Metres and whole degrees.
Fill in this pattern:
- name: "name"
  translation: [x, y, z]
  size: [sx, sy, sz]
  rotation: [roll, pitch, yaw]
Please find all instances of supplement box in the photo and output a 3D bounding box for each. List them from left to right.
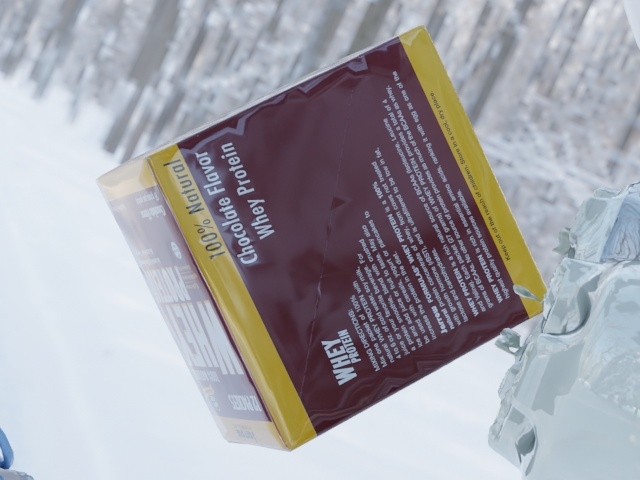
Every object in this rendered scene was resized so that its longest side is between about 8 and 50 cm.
- name: "supplement box"
  translation: [0.000, 0.000, 1.105]
  size: [0.191, 0.194, 0.129]
  rotation: [64, -19, -6]

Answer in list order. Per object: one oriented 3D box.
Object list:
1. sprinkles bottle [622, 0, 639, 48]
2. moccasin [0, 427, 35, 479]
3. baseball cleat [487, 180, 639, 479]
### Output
- name: "sprinkles bottle"
  translation: [0.231, -0.307, 1.254]
  size: [0.121, 0.355, 0.121]
  rotation: [-13, -16, -4]
- name: "moccasin"
  translation: [-0.235, 0.145, 0.993]
  size: [0.137, 0.117, 0.342]
  rotation: [2, 0, 10]
- name: "baseball cleat"
  translation: [0.094, 0.038, 0.424]
  size: [0.109, 0.072, 0.206]
  rotation: [24, 14, 7]
